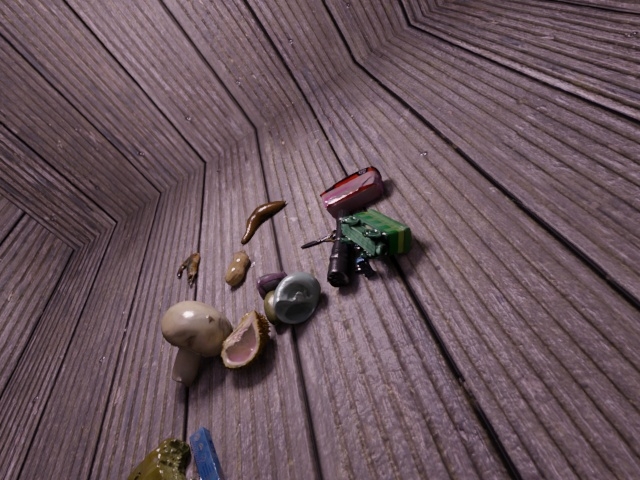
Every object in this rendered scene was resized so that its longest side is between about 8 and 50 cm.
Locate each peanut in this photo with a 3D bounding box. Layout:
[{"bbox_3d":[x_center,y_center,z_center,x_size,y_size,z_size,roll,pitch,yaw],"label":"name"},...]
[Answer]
[{"bbox_3d":[-0.420,0.131,2.150,0.104,0.086,0.227,-26,33,35],"label":"peanut"}]

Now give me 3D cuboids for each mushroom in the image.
[{"bbox_3d":[-0.542,0.428,1.785,0.315,0.314,0.335,7,75,46],"label":"mushroom"}]

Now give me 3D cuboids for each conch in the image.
[{"bbox_3d":[-0.096,0.231,1.697,0.221,0.185,0.121,-37,-10,-19],"label":"conch"}]

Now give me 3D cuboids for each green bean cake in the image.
[{"bbox_3d":[-0.524,0.815,1.420,0.233,0.124,0.236,-45,35,-11],"label":"green bean cake"}]

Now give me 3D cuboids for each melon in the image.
[{"bbox_3d":[-0.186,0.278,1.759,0.099,0.099,0.162,-27,41,15],"label":"melon"}]

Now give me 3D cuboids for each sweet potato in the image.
[{"bbox_3d":[-0.346,-0.126,2.388,0.346,0.079,0.108,-48,48,-9],"label":"sweet potato"}]

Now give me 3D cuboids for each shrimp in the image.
[{"bbox_3d":[-0.768,0.178,2.438,0.169,0.058,0.296,-36,30,15],"label":"shrimp"}]

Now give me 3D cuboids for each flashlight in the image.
[{"bbox_3d":[0.090,0.017,1.812,0.103,0.103,0.423,-20,37,24],"label":"flashlight"}]

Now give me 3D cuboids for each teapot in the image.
[{"bbox_3d":[-0.208,0.182,1.860,0.146,0.148,0.116,-24,39,-3],"label":"teapot"}]

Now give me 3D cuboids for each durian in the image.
[{"bbox_3d":[-0.283,0.406,1.675,0.183,0.138,0.249,42,90,24],"label":"durian"}]

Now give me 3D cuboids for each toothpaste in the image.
[{"bbox_3d":[-0.377,0.752,1.427,0.066,0.053,0.272,-39,34,-9],"label":"toothpaste"}]

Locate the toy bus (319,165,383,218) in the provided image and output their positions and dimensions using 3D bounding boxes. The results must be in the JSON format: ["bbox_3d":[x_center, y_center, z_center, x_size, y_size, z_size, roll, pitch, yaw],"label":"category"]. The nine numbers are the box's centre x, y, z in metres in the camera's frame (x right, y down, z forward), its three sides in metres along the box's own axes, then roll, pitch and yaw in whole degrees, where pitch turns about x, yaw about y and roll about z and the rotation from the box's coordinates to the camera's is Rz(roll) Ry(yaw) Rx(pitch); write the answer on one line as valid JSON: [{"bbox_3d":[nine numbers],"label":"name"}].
[{"bbox_3d":[0.156,-0.226,2.018,0.303,0.127,0.147,-25,41,15],"label":"toy bus"}]

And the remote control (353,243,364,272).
[{"bbox_3d":[0.165,0.050,1.773,0.059,0.028,0.212,-21,38,21],"label":"remote control"}]

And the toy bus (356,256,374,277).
[{"bbox_3d":[0.175,0.103,1.657,0.038,0.083,0.046,-27,24,16],"label":"toy bus"}]

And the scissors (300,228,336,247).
[{"bbox_3d":[0.000,0.000,1.989,0.220,0.017,0.088,-19,39,25],"label":"scissors"}]

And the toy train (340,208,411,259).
[{"bbox_3d":[0.206,-0.027,1.693,0.203,0.120,0.301,-13,26,-25],"label":"toy train"}]
